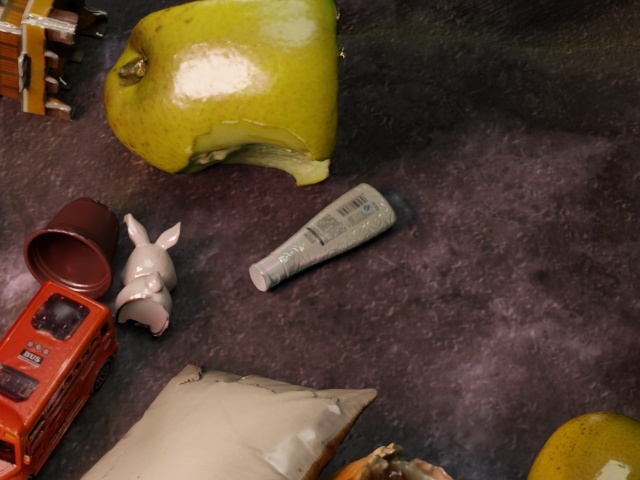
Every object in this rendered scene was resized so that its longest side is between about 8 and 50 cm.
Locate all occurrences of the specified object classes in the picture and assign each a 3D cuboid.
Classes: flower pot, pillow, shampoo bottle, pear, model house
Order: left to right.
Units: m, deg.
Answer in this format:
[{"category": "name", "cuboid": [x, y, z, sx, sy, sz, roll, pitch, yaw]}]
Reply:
[{"category": "model house", "cuboid": [-0.383, -0.293, 2.088, 0.215, 0.198, 0.224, 15, 55, -2]}, {"category": "flower pot", "cuboid": [-0.277, 0.002, 1.953, 0.111, 0.111, 0.089, 16, 43, 6]}, {"category": "pillow", "cuboid": [-0.129, 0.246, 1.723, 0.312, 0.119, 0.310, 1, 39, 49]}, {"category": "pear", "cuboid": [-0.117, -0.167, 1.995, 0.281, 0.286, 0.176, 0, 74, -5]}, {"category": "shampoo bottle", "cuboid": [0.000, 0.000, 2.010, 0.190, 0.041, 0.069, -32, 69, -24]}, {"category": "pear", "cuboid": [0.303, 0.275, 1.755, 0.198, 0.198, 0.198, 2, 55, -3]}]

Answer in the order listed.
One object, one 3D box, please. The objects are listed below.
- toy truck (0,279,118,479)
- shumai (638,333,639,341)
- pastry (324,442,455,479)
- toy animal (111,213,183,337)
[{"category": "toy truck", "cuboid": [-0.323, 0.170, 1.816, 0.107, 0.114, 0.253, 25, 55, 11]}, {"category": "shumai", "cuboid": [0.474, 0.093, 1.951, 0.222, 0.203, 0.272, 8, 89, 3]}, {"category": "pastry", "cuboid": [0.042, 0.350, 1.693, 0.256, 0.170, 0.237, -47, 111, -26]}, {"category": "toy animal", "cuboid": [-0.201, 0.042, 1.945, 0.071, 0.085, 0.124, 6, 43, -2]}]
